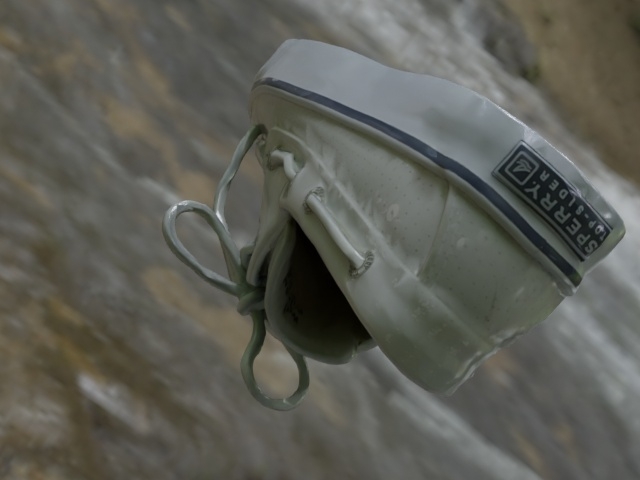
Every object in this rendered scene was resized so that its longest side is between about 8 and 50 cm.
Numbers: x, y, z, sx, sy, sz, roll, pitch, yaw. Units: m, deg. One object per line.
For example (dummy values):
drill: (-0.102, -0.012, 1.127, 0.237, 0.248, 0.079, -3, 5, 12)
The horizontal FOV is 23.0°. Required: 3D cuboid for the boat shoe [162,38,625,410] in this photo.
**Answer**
boat shoe: (0.007, 0.006, 0.763, 0.136, 0.156, 0.367, 42, -4, -20)
